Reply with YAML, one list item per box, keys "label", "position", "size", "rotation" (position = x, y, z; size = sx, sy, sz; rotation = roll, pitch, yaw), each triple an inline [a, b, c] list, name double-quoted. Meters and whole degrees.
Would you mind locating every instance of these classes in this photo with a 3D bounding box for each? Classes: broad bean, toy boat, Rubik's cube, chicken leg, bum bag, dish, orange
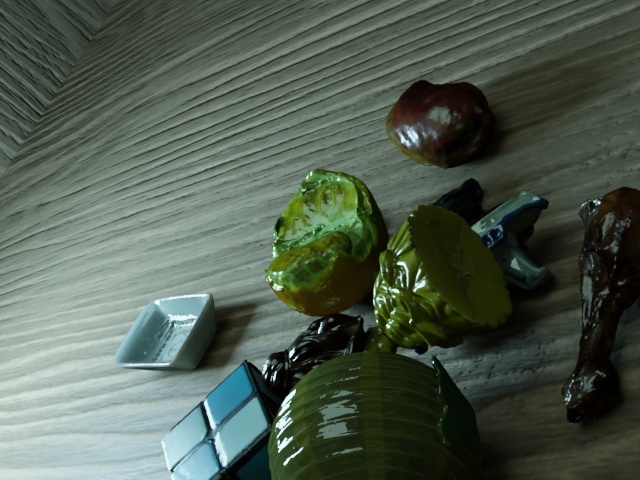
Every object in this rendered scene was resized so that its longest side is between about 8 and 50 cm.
- label: "broad bean"
  position: [0.187, -0.195, 1.858]
  size: [0.156, 0.122, 0.228]
  rotation: [-48, 31, 1]
- label: "toy boat"
  position: [0.213, 0.050, 1.534]
  size: [0.262, 0.114, 0.115]
  rotation: [-40, 64, 14]
- label: "Rubik's cube"
  position: [-0.082, 0.299, 1.523]
  size: [0.167, 0.180, 0.183]
  rotation: [-43, 26, 4]
- label: "chicken leg"
  position: [0.334, 0.075, 1.361]
  size: [0.113, 0.093, 0.304]
  rotation: [-32, 34, 60]
- label: "bum bag"
  position: [0.162, -0.012, 1.675]
  size: [0.123, 0.060, 0.248]
  rotation: [-36, 5, 28]
- label: "dish"
  position: [-0.270, 0.175, 2.061]
  size: [0.234, 0.064, 0.154]
  rotation: [-7, 47, 49]
- label: "orange"
  position: [0.018, 0.016, 1.773]
  size: [0.179, 0.158, 0.237]
  rotation: [-27, 35, 25]

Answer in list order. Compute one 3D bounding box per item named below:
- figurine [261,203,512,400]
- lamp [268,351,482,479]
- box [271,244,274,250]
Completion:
- label: "figurine"
  position: [0.075, 0.121, 1.471]
  size: [0.315, 0.168, 0.187]
  rotation: [-45, 55, 31]
- label: "lamp"
  position: [0.063, 0.260, 1.305]
  size: [0.250, 0.250, 0.284]
  rotation: [-31, 34, 26]
- label: "box"
  position: [0.000, 0.000, 1.957]
  size: [0.121, 0.030, 0.193]
  rotation: [-50, 27, -6]
